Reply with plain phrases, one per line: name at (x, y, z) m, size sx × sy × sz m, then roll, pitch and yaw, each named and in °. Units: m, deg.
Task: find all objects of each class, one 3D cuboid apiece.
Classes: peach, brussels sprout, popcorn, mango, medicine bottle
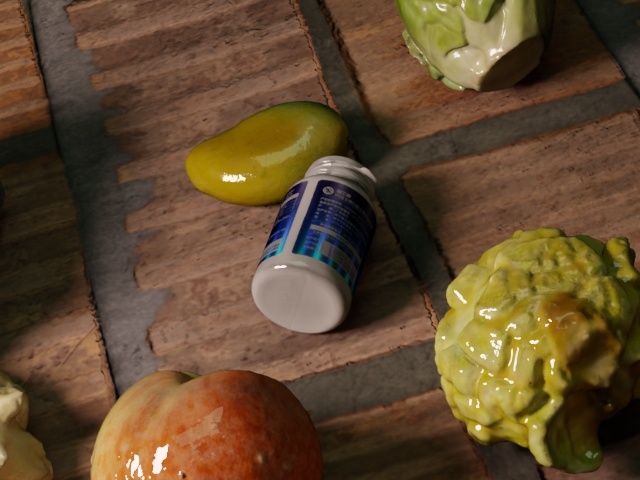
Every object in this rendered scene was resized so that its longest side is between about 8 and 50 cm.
peach at (-0.108, 0.230, 1.628) m, size 0.232 × 0.232 × 0.232 m, roll -7°, pitch 42°, yaw 6°
brussels sprout at (0.183, -0.296, 2.102) m, size 0.244 × 0.244 × 0.244 m, roll -7°, pitch 42°, yaw 6°
popcorn at (0.225, 0.102, 1.680) m, size 0.235 × 0.181 × 0.217 m, roll -28°, pitch 46°, yaw -10°
mango at (-0.056, -0.094, 2.038) m, size 0.191 × 0.085 × 0.122 m, roll -27°, pitch 53°, yaw -2°
medicine bottle at (0.000, 0.000, 1.898) m, size 0.107 × 0.107 × 0.191 m, roll 3°, pitch 44°, yaw 17°

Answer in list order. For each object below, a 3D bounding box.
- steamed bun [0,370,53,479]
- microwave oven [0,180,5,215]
steamed bun at (-0.423, 0.191, 1.734) m, size 0.292 × 0.137 × 0.295 m, roll -19°, pitch 50°, yaw -21°
microwave oven at (-0.477, -0.011, 1.931) m, size 0.181 × 0.237 × 0.295 m, roll -6°, pitch 47°, yaw 9°
